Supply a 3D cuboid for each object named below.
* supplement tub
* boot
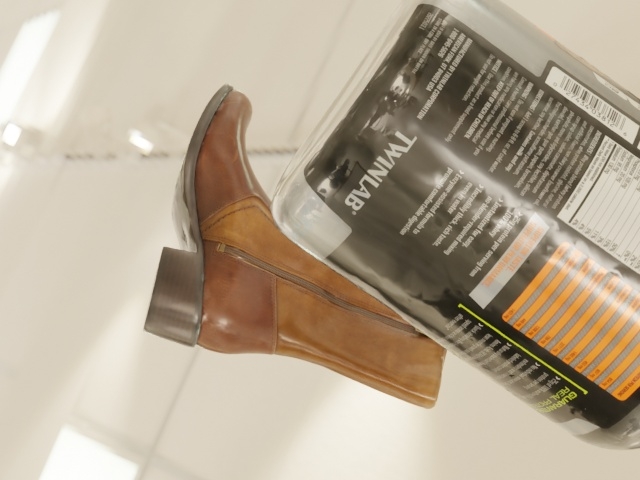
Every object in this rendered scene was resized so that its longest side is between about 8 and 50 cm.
[{"bbox_3d":[0.154,-0.004,1.083,0.207,0.338,0.207,-54,-175,7],"label":"supplement tub"},{"bbox_3d":[0.000,0.000,1.521,0.096,0.280,0.264,113,-12,-56],"label":"boot"}]
